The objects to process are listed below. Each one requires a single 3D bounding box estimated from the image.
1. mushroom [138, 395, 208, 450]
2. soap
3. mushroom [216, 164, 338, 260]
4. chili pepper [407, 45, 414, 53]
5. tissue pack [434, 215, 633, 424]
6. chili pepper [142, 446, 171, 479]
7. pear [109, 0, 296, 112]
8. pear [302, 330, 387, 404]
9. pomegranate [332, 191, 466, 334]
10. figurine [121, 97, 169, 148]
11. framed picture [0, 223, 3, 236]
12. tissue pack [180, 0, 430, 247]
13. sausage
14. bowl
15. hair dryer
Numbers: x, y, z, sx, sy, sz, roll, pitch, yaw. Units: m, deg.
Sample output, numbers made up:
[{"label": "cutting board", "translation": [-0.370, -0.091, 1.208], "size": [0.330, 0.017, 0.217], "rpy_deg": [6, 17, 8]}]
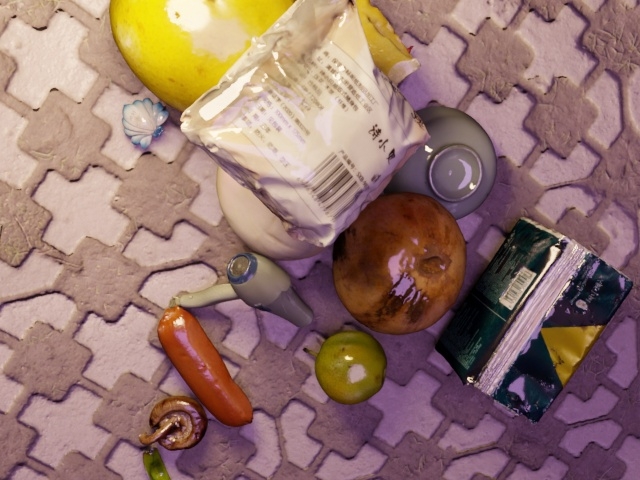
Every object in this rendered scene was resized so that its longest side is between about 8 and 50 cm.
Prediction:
[{"label": "mushroom", "translation": [-0.353, 0.441, 1.866], "size": [0.170, 0.080, 0.135], "rpy_deg": [-21, 93, -5]}, {"label": "soap", "translation": [0.034, -0.461, 1.628], "size": [0.169, 0.304, 0.338], "rpy_deg": [-42, 107, -4]}, {"label": "mushroom", "translation": [-0.060, -0.125, 1.686], "size": [0.356, 0.315, 0.315], "rpy_deg": [-40, 107, 11]}, {"label": "chili pepper", "translation": [0.146, -0.330, 1.806], "size": [0.050, 0.059, 0.268], "rpy_deg": [22, 94, -3]}, {"label": "tissue pack", "translation": [0.498, 0.187, 1.883], "size": [0.253, 0.264, 0.416], "rpy_deg": [32, 94, -17]}, {"label": "chili pepper", "translation": [-0.383, 0.584, 1.907], "size": [0.052, 0.050, 0.201], "rpy_deg": [-32, 110, -20]}, {"label": "pear", "translation": [-0.219, -0.425, 1.555], "size": [0.418, 0.362, 0.362], "rpy_deg": [37, 94, 20]}, {"label": "pear", "translation": [0.052, 0.296, 1.873], "size": [0.216, 0.180, 0.166], "rpy_deg": [16, 134, 12]}, {"label": "pomegranate", "translation": [0.174, 0.050, 1.737], "size": [0.322, 0.322, 0.322], "rpy_deg": [-2, 103, -11]}, {"label": "figurine", "translation": [-0.393, -0.265, 1.712], "size": [0.114, 0.079, 0.114], "rpy_deg": [0, 90, 24]}, {"label": "framed picture", "translation": [-0.815, 0.065, 1.723], "size": [0.184, 0.016, 0.250], "rpy_deg": [11, 100, -14]}, {"label": "tissue pack", "translation": [-0.009, -0.210, 1.426], "size": [0.390, 0.195, 0.375], "rpy_deg": [-44, 121, -9]}, {"label": "sausage", "translation": [-0.272, 0.310, 1.839], "size": [0.097, 0.094, 0.348], "rpy_deg": [-17, 109, 39]}, {"label": "bowl", "translation": [0.295, -0.165, 1.827], "size": [0.289, 0.146, 0.289], "rpy_deg": [-3, 103, -11]}, {"label": "hair dryer", "translation": [-0.153, 0.142, 1.820], "size": [0.296, 0.298, 0.119], "rpy_deg": [26, 53, -35]}]
